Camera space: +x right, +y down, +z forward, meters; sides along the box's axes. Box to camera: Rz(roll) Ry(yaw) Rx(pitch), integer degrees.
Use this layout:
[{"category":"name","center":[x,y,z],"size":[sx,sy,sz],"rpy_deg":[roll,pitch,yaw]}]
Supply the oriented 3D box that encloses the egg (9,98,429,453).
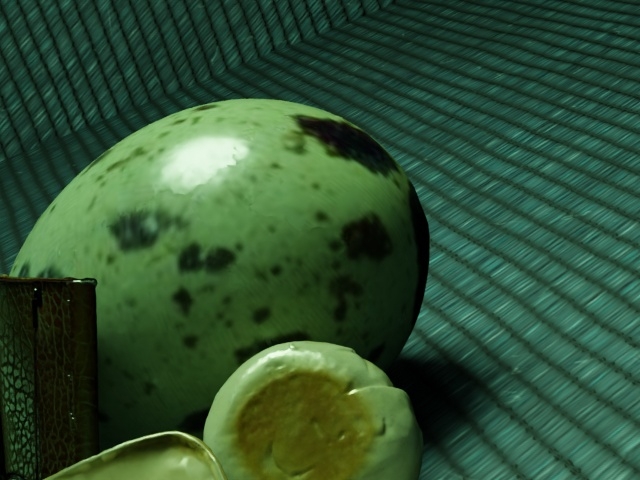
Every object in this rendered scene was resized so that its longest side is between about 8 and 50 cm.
[{"category":"egg","center":[-0.092,0.040,1.360],"size":[0.379,0.287,0.287],"rpy_deg":[-26,16,8]}]

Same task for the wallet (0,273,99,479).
[{"category":"wallet","center":[-0.212,0.148,1.253],"size":[0.039,0.243,0.133],"rpy_deg":[-6,6,-42]}]

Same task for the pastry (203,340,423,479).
[{"category":"pastry","center":[-0.006,0.148,1.183],"size":[0.156,0.156,0.092],"rpy_deg":[-20,-26,0]}]

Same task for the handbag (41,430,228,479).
[{"category":"handbag","center":[-0.183,0.297,0.847],"size":[0.401,0.133,0.283],"rpy_deg":[-24,41,-3]}]
